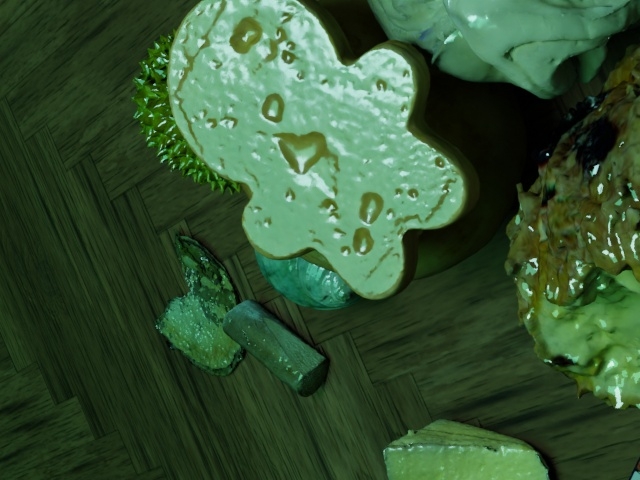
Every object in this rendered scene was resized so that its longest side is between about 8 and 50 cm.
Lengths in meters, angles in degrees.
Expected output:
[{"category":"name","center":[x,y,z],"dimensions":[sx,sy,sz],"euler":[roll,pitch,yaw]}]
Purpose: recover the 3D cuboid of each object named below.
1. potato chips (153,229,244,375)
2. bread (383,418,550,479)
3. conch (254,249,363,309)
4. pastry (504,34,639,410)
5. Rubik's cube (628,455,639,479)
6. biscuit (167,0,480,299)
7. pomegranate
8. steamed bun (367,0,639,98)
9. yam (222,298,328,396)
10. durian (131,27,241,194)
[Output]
[{"category":"potato chips","center":[-0.183,0.097,2.391],"dimensions":[0.202,0.029,0.220],"euler":[23,125,41]},{"category":"bread","center":[0.194,0.355,1.984],"dimensions":[0.178,0.135,0.240],"euler":[6,108,47]},{"category":"conch","center":[0.000,0.002,2.053],"dimensions":[0.202,0.134,0.196],"euler":[44,135,29]},{"category":"pastry","center":[0.343,-0.032,1.512],"dimensions":[0.292,0.337,0.405],"euler":[26,158,-1]},{"category":"Rubik's cube","center":[0.402,0.259,1.741],"dimensions":[0.092,0.092,0.092],"euler":[41,132,30]},{"category":"biscuit","center":[-0.007,-0.109,1.625],"dimensions":[0.355,0.052,0.275],"euler":[41,116,12]},{"category":"pomegranate","center":[0.062,-0.112,1.808],"dimensions":[0.338,0.338,0.338],"euler":[22,122,41]},{"category":"steamed bun","center":[0.227,-0.289,1.578],"dimensions":[0.352,0.247,0.339],"euler":[-49,31,7]},{"category":"yam","center":[-0.065,0.148,2.243],"dimensions":[0.169,0.068,0.068],"euler":[36,130,33]},{"category":"durian","center":[-0.145,-0.172,2.124],"dimensions":[0.237,0.176,0.200],"euler":[39,153,17]}]
